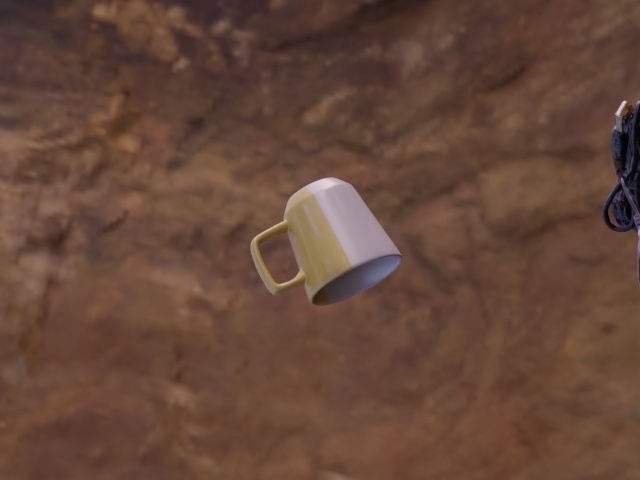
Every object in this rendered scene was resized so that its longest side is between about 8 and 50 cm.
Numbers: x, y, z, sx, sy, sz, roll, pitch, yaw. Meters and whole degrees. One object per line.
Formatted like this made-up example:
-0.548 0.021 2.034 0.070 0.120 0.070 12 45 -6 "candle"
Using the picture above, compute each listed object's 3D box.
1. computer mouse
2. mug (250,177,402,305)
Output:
0.197 0.011 0.899 0.193 0.042 0.106 -101 6 -46 "computer mouse"
0.004 -0.002 1.000 0.078 0.064 0.062 -7 -25 -49 "mug"
